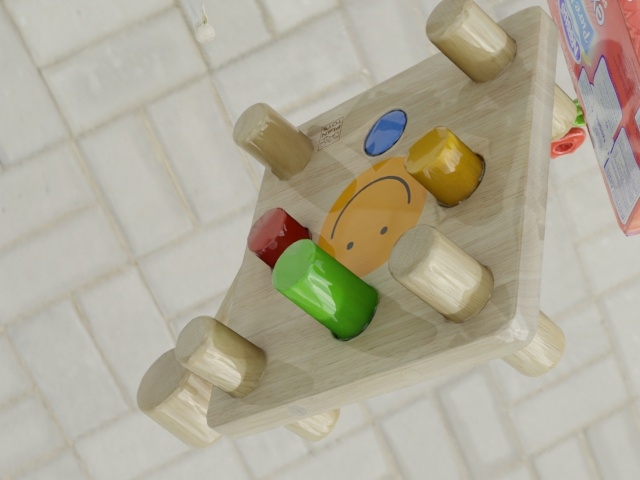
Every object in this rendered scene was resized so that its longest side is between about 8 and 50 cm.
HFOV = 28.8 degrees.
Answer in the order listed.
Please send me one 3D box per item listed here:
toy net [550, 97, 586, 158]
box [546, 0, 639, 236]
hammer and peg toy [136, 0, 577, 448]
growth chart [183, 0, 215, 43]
[{"bbox_3d":[0.155,-0.081,1.117,0.122,0.232,0.045,0,63,-22],"label":"toy net"},{"bbox_3d":[0.271,-0.174,0.958,0.142,0.154,0.300,-10,66,-5],"label":"box"},{"bbox_3d":[0.000,0.000,0.844,0.361,0.266,0.127,-23,133,40],"label":"hammer and peg toy"},{"bbox_3d":[-0.106,-0.254,0.925,0.021,0.237,0.172,-17,77,-13],"label":"growth chart"}]
